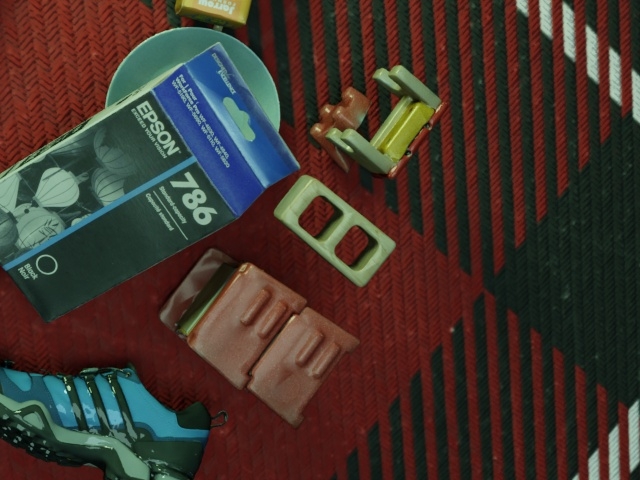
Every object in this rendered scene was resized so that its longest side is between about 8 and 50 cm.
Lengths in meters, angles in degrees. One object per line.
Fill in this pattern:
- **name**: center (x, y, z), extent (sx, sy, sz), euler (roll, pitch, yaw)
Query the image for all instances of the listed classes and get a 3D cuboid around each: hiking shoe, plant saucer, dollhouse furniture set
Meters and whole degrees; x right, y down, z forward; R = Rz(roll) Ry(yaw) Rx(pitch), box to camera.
- **hiking shoe**: center (-0.268, 0.191, 1.284), extent (0.304, 0.113, 0.132), euler (29, 64, -11)
- **plant saucer**: center (-0.143, -0.140, 1.263), extent (0.195, 0.037, 0.195), euler (-3, 103, -12)
- **dollhouse furniture set**: center (0.000, 0.000, 1.249), extent (0.152, 0.201, 0.374), euler (39, 84, -17)

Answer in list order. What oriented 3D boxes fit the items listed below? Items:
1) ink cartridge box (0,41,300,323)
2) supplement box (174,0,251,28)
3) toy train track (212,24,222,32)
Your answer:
- **ink cartridge box**: center (-0.203, -0.055, 1.193), extent (0.332, 0.065, 0.165), euler (-29, 106, 17)
- **supplement box**: center (-0.093, -0.348, 1.204), extent (0.078, 0.080, 0.233), euler (11, 97, -14)
- **toy train track**: center (-0.126, -0.257, 1.254), extent (0.083, 0.014, 0.048), euler (20, 91, -16)
